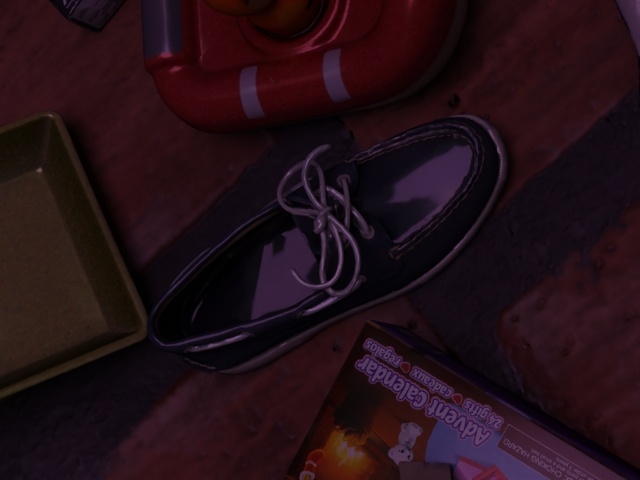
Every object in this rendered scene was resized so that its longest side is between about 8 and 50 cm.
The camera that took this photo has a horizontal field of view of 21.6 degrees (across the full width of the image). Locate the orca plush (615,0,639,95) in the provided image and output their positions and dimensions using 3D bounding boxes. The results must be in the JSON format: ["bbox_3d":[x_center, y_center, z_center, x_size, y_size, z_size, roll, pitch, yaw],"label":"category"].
[{"bbox_3d":[0.204,-0.236,0.981,0.102,0.151,0.287,-15,69,-8],"label":"orca plush"}]

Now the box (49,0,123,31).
[{"bbox_3d":[-0.165,-0.279,1.205,0.190,0.045,0.184,-49,62,13],"label":"box"}]

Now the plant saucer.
[{"bbox_3d":[-0.233,0.027,1.156,0.188,0.045,0.188,-23,69,-8],"label":"plant saucer"}]

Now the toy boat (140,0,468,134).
[{"bbox_3d":[-0.026,-0.158,1.053,0.231,0.151,0.151,-10,78,25],"label":"toy boat"}]

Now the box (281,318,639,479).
[{"bbox_3d":[0.104,0.203,0.980,0.293,0.057,0.201,30,96,28],"label":"box"}]

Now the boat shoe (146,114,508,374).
[{"bbox_3d":[0.000,0.000,1.054,0.254,0.079,0.095,-29,69,20],"label":"boat shoe"}]

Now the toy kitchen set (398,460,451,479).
[{"bbox_3d":[0.054,0.177,0.964,0.083,0.075,0.068,2,39,-4],"label":"toy kitchen set"}]
